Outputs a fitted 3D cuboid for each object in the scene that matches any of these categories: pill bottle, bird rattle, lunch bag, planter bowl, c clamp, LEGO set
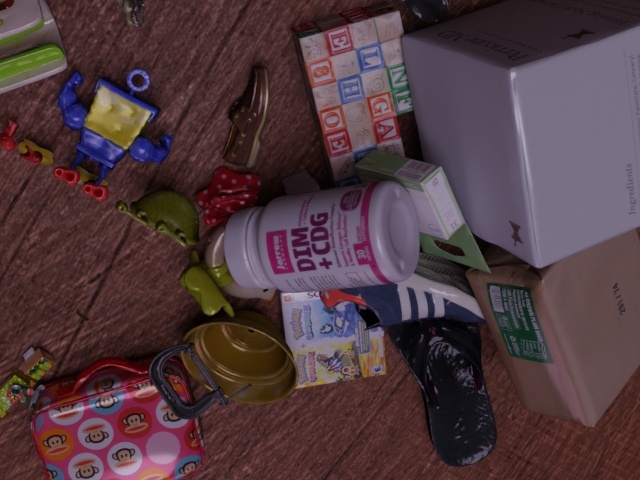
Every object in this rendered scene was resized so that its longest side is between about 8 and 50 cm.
[{"bbox_3d":[0.000,0.000,1.804,0.283,0.160,0.160,-8,118,28],"label":"pill bottle"},{"bbox_3d":[-0.140,0.008,1.977,0.207,0.143,0.253,17,95,-30],"label":"bird rattle"},{"bbox_3d":[-0.367,0.326,2.036,0.293,0.120,0.258,-13,114,-6],"label":"lunch bag"},{"bbox_3d":[-0.134,0.188,2.024,0.217,0.090,0.217,9,135,9],"label":"planter bowl"},{"bbox_3d":[-0.219,0.240,1.986,0.137,0.022,0.160,-40,112,-8],"label":"c clamp"},{"bbox_3d":[-0.597,0.289,1.980,0.287,0.107,0.132,-13,114,-6],"label":"LEGO set"}]

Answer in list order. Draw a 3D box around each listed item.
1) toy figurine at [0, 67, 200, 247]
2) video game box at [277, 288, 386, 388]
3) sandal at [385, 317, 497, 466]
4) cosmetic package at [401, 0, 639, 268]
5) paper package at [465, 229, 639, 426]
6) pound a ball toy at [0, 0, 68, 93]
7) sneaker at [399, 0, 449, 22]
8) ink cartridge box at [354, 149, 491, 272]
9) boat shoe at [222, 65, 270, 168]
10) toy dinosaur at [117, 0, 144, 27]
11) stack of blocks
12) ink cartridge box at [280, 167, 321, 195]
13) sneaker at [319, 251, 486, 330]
[{"bbox_3d":[-0.309,-0.165,1.805,0.363,0.191,0.217,28,89,-5],"label":"toy figurine"},{"bbox_3d":[0.023,0.164,2.090,0.187,0.048,0.205,-8,113,-6],"label":"video game box"},{"bbox_3d":[0.245,0.244,2.133,0.168,0.107,0.445,-23,113,-3],"label":"sandal"},{"bbox_3d":[0.398,-0.208,1.818,0.394,0.329,0.327,-21,116,-18],"label":"cosmetic package"},{"bbox_3d":[0.445,0.109,2.013,0.309,0.168,0.324,-43,121,-35],"label":"paper package"},{"bbox_3d":[-0.527,-0.328,1.705,0.319,0.135,0.208,-21,150,-2],"label":"pound a ball toy"},{"bbox_3d":[0.135,-0.425,1.861,0.178,0.077,0.072,40,123,-4],"label":"sneaker"},{"bbox_3d":[0.168,-0.035,1.878,0.056,0.171,0.235,-42,125,-22],"label":"ink cartridge box"},{"bbox_3d":[-0.123,-0.205,1.896,0.060,0.064,0.178,6,113,-16],"label":"boat shoe"},{"bbox_3d":[-0.364,-0.444,1.751,0.118,0.064,0.268,-27,115,-16],"label":"toy dinosaur"},{"bbox_3d":[0.072,-0.232,1.912,0.171,0.087,0.297,-16,114,-5],"label":"stack of blocks"},{"bbox_3d":[-0.013,-0.043,1.967,0.056,0.099,0.135,-24,116,-3],"label":"ink cartridge box"},{"bbox_3d":[0.150,0.102,1.993,0.350,0.131,0.148,21,113,-26],"label":"sneaker"}]
